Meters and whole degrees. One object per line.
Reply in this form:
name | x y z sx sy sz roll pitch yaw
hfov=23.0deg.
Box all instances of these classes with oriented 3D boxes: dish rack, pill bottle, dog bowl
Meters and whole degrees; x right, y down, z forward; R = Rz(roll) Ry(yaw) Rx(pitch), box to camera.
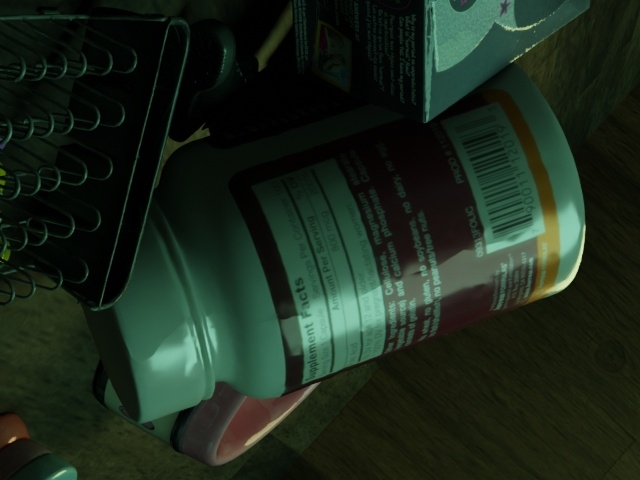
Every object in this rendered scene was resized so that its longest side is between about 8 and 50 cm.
dish rack | -0.193 -0.045 0.972 0.271 0.074 0.208 -19 126 -65
pill bottle | 0.000 0.000 1.313 0.392 0.224 0.224 -19 159 -15
dog bowl | -0.061 0.085 1.792 0.408 0.150 0.408 -45 167 -13

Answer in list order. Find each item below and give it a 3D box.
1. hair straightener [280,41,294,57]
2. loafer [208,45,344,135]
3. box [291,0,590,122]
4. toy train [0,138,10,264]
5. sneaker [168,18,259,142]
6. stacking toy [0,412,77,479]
hair straightener | 0.030 -0.205 1.451 0.230 0.047 0.089 -52 167 17
loafer | 0.004 -0.139 1.410 0.220 0.080 0.078 -28 154 3
box | 0.105 -0.232 1.281 0.247 0.142 0.163 -37 138 -39
toy train | -0.255 -0.011 1.024 0.125 0.046 0.166 -49 152 -43
sneaker | -0.084 -0.137 1.270 0.089 0.051 0.170 -40 170 -35
stacking toy | -0.357 0.296 1.457 0.279 0.130 0.309 -49 167 3
